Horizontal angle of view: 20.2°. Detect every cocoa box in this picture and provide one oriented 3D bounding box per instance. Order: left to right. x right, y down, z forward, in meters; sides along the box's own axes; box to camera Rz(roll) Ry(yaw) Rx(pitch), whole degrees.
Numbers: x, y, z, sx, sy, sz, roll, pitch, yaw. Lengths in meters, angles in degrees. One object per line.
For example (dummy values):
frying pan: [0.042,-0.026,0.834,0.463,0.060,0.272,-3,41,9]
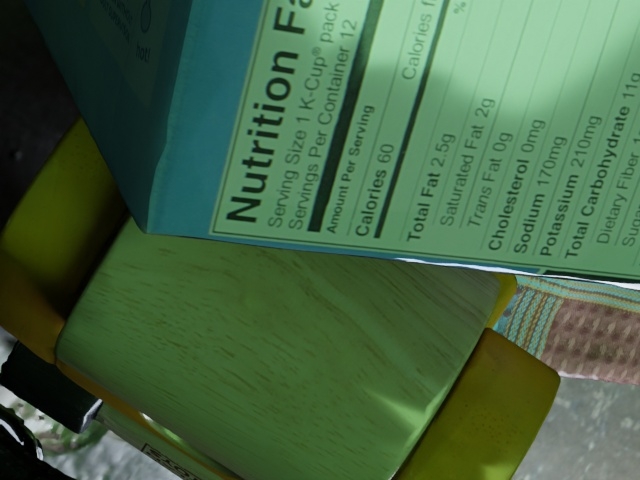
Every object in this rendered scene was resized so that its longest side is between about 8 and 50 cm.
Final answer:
cocoa box: [0.026,-0.158,0.643,0.228,0.347,0.231,6,113,-21]

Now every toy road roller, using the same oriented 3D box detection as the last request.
toy road roller: [0.000,0.000,0.791,0.241,0.202,0.329,-58,-179,-15]

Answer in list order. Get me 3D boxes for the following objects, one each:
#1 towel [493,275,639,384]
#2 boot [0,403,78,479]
towel: [0.217,-0.079,1.098,0.271,0.040,0.370,10,109,-42]
boot: [-0.184,0.050,0.686,0.131,0.260,0.348,-29,131,-23]
